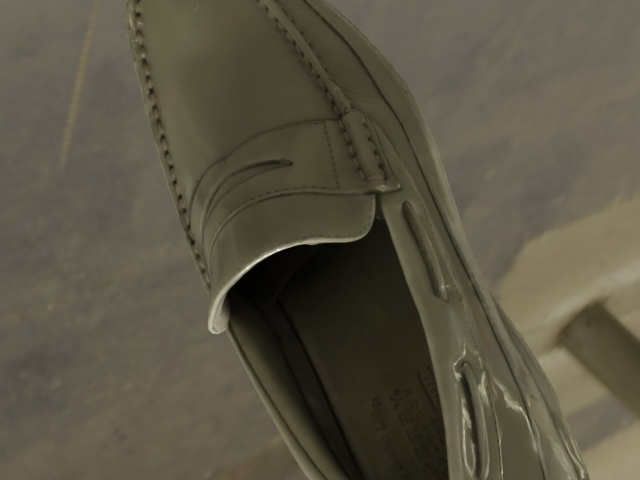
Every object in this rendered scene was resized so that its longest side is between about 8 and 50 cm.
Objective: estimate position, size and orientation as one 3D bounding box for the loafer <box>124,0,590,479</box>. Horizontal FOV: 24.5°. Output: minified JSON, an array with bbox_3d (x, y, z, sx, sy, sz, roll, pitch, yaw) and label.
[{"bbox_3d":[0.000,0.000,0.604,0.112,0.319,0.111,-41,158,22],"label":"loafer"}]
